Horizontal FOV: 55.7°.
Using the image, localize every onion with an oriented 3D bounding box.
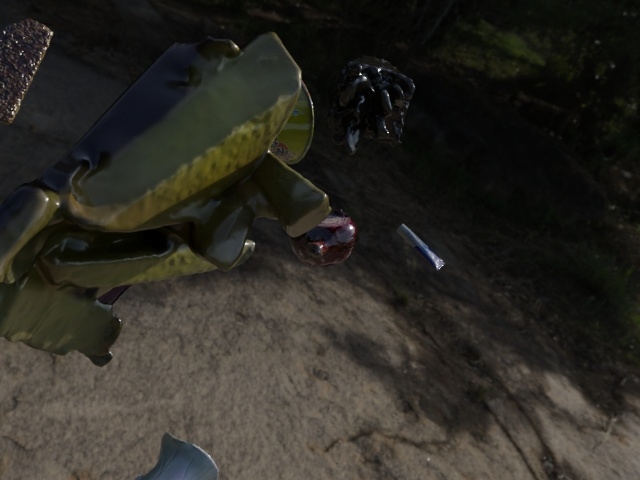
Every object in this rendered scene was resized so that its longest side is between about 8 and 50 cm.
[{"bbox_3d":[0.002,0.014,1.538,0.173,0.135,0.198,1,26,15],"label":"onion"}]

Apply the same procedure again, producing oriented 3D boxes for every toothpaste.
[{"bbox_3d":[0.144,0.009,0.873,0.083,0.015,0.024,44,42,9],"label":"toothpaste"}]

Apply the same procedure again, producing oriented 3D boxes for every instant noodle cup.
[{"bbox_3d":[-0.168,-0.338,1.702,0.200,0.264,0.264,-8,37,-32],"label":"instant noodle cup"}]

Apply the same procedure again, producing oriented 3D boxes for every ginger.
[{"bbox_3d":[-0.169,0.003,0.619,0.211,0.413,0.358,39,43,-11],"label":"ginger"}]

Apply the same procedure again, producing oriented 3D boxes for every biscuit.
[{"bbox_3d":[-0.638,-0.356,1.208,0.131,0.237,0.026,24,-20,-25],"label":"biscuit"}]

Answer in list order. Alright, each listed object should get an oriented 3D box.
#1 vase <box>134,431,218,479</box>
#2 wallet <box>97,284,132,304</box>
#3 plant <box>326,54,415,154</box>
[{"bbox_3d":[-0.433,0.679,1.438,0.250,0.250,0.445,28,49,12],"label":"vase"},{"bbox_3d":[-0.345,0.050,0.949,0.111,0.166,0.030,34,24,-38],"label":"wallet"},{"bbox_3d":[0.119,-0.321,1.417,0.188,0.199,0.276,14,30,-5],"label":"plant"}]
